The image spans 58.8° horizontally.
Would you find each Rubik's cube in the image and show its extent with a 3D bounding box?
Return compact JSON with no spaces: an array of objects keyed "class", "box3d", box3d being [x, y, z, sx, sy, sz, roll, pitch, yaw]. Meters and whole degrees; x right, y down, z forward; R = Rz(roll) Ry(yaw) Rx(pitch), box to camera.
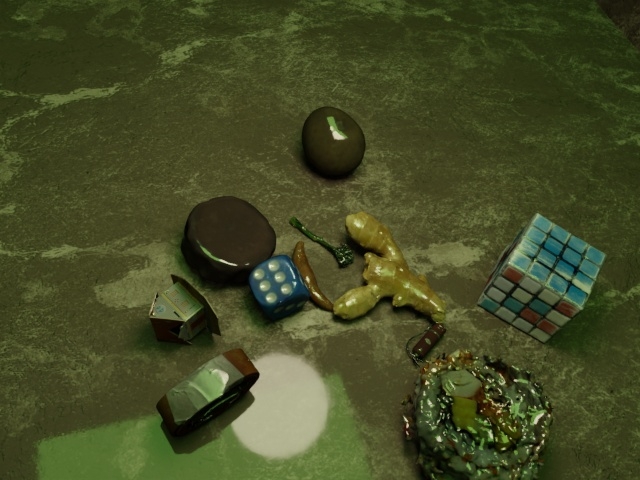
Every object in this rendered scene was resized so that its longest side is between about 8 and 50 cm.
[{"class":"Rubik's cube","box3d":[0.690,0.121,1.786,0.258,0.253,0.256,33,56,10]}]

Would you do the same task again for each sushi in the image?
[{"class":"sushi","box3d":[0.414,0.483,1.524,0.417,0.176,0.418,5,55,-8]}]

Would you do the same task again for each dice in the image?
[{"class":"dice","box3d":[-0.122,0.136,1.659,0.146,0.146,0.143,-31,68,0]}]

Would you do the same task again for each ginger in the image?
[{"class":"ginger","box3d":[0.224,0.099,1.793,0.347,0.122,0.363,13,56,-10]}]

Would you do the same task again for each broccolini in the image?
[{"class":"broccolini","box3d":[0.005,-0.006,1.861,0.254,0.058,0.071,38,13,11]}]

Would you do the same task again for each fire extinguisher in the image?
[{"class":"fire extinguisher","box3d":[0.313,0.307,1.710,0.078,0.045,0.157,34,56,25]}]

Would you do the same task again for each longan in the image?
[{"class":"longan","box3d":[0.045,-0.349,1.986,0.248,0.248,0.248,5,55,-8]}]

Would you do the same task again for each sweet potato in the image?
[{"class":"sweet potato","box3d":[-0.038,0.117,1.764,0.078,0.058,0.255,-8,60,-40]}]

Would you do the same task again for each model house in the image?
[{"class":"model house","box3d":[-0.388,0.207,1.536,0.207,0.219,0.136,41,63,18]}]

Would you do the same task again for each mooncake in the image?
[{"class":"mooncake","box3d":[-0.282,0.006,1.740,0.282,0.141,0.283,11,52,-15]}]

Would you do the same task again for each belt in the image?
[{"class":"belt","box3d":[-0.282,0.385,1.447,0.261,0.184,0.105,-27,66,-27]}]
